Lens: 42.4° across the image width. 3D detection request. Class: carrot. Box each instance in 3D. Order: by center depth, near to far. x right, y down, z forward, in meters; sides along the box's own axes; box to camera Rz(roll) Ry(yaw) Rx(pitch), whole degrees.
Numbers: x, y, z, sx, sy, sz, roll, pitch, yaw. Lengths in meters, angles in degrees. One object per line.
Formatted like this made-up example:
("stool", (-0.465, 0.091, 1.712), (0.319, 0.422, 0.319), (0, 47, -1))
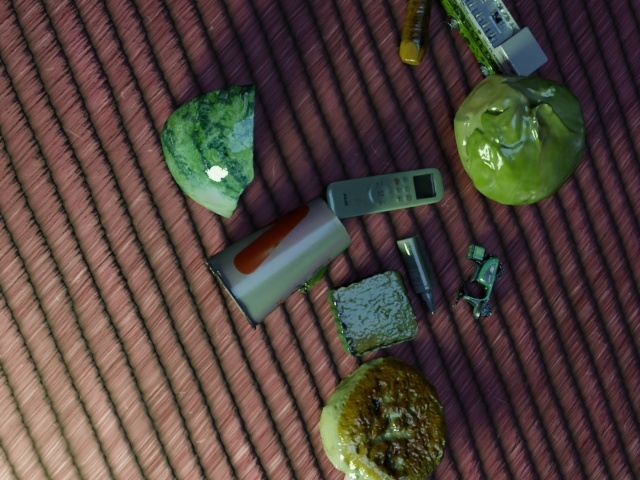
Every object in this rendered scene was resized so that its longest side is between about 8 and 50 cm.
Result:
("carrot", (0.244, -0.576, 1.970), (0.066, 0.066, 0.314), (12, 87, -13))

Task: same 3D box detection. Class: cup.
("cup", (-0.086, 0.036, 1.820), (0.288, 0.203, 0.203), (-35, 98, -7))

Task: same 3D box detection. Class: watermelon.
("watermelon", (-0.228, -0.190, 1.820), (0.176, 0.256, 0.260), (10, 77, -57))

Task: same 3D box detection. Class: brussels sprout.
("brussels sprout", (0.461, -0.226, 1.924), (0.328, 0.247, 0.328), (-8, 107, -28))

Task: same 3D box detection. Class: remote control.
("remote control", (0.152, -0.111, 1.941), (0.309, 0.038, 0.090), (-9, 90, -23))

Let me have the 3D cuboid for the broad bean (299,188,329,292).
("broad bean", (0.004, 0.001, 1.925), (0.065, 0.046, 0.255), (11, 89, 0))

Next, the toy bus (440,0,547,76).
("toy bus", (0.404, -0.504, 1.969), (0.113, 0.139, 0.302), (-37, 97, -13))

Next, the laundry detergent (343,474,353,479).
("laundry detergent", (0.107, 0.664, 1.936), (0.159, 0.088, 0.335), (14, 88, -11))

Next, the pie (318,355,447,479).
("pie", (0.154, 0.423, 1.895), (0.315, 0.092, 0.315), (5, 65, -12))

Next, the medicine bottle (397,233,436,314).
("medicine bottle", (0.240, 0.085, 1.978), (0.057, 0.057, 0.199), (-20, 96, -12))

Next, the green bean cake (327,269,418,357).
("green bean cake", (0.119, 0.168, 1.930), (0.181, 0.094, 0.173), (-19, 94, -12))

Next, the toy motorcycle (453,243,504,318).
("toy motorcycle", (0.386, 0.103, 2.014), (0.100, 0.058, 0.173), (16, 85, -6))
